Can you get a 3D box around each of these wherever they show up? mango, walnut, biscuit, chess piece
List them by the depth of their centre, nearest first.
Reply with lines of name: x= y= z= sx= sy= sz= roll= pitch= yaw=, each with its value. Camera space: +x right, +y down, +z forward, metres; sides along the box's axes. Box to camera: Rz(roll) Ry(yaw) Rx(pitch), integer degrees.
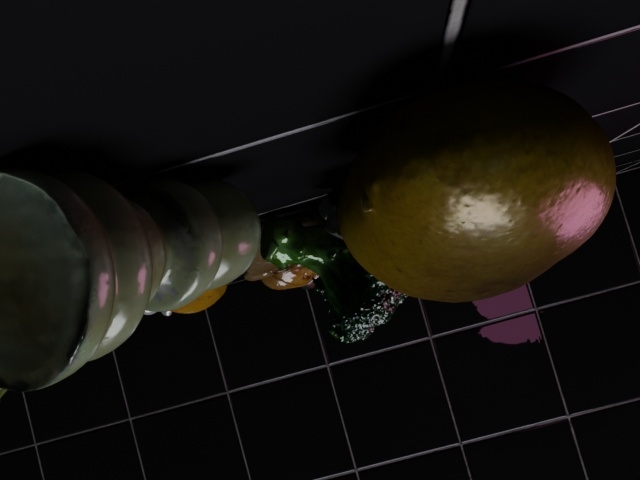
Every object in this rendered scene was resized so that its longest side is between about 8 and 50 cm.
chess piece: x=-0.178 y=0.011 z=0.660 sx=0.182 sy=0.183 sz=0.330 roll=-18 pitch=180 yaw=27
mango: x=0.155 y=-0.053 z=0.720 sx=0.301 sy=0.221 sz=0.445 roll=-11 pitch=168 yaw=15
biscuit: x=0.000 y=0.000 z=1.426 sx=0.324 sy=0.044 sz=0.217 roll=-13 pitch=155 yaw=-27
walnut: x=-0.075 y=0.049 z=1.586 sx=0.180 sy=0.144 sz=0.144 roll=-17 pitch=178 yaw=-45
mango: x=-0.313 y=0.109 z=1.640 sx=0.176 sy=0.119 sz=0.317 roll=-6 pitch=168 yaw=-20

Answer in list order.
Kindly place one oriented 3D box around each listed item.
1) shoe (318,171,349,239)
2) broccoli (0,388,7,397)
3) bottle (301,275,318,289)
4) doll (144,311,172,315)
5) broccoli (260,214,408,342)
shoe: x=0.063 y=-0.071 z=1.004 sx=0.099 sy=0.126 sz=0.227 roll=20 pitch=-163 yaw=-8
broccoli: x=-0.414 y=0.127 z=0.856 sx=0.396 sy=0.275 sz=0.353 roll=-10 pitch=-139 yaw=14
bottle: x=0.086 y=0.018 z=1.737 sx=0.335 sy=0.144 sz=0.144 roll=-18 pitch=175 yaw=19
doll: x=-0.545 y=0.206 z=1.876 sx=0.208 sy=0.144 sz=0.271 roll=-27 pitch=167 yaw=21
broccoli: x=0.043 y=0.038 z=1.219 sx=0.297 sy=0.298 sz=0.297 roll=10 pitch=169 yaw=-14
